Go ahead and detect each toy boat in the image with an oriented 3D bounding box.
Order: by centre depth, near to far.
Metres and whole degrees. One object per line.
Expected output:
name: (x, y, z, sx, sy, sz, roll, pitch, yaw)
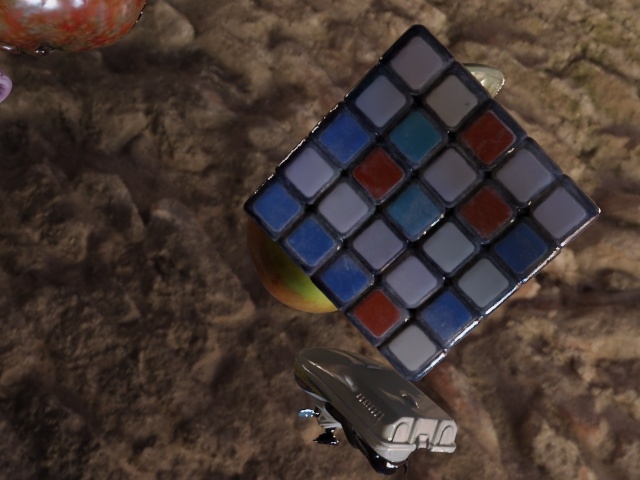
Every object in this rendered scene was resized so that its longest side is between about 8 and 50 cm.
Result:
toy boat: (0.055, 0.225, 1.025, 0.140, 0.141, 0.269, 20, 174, -33)

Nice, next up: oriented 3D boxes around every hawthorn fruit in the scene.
hawthorn fruit: (-0.206, -0.251, 0.552, 0.181, 0.235, 0.181, 4, -161, -1)

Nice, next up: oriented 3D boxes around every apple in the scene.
apple: (0.000, 0.000, 1.262, 0.193, 0.261, 0.260, -3, 172, 42)

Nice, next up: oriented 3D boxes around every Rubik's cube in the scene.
Rubik's cube: (0.124, -0.053, 0.947, 0.293, 0.287, 0.292, 46, -166, 3)

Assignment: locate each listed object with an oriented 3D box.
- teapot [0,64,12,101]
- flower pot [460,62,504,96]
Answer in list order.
teapot: (-0.495, -0.190, 1.036, 0.148, 0.146, 0.116, 11, -119, -41)
flower pot: (0.245, -0.177, 1.405, 0.307, 0.307, 0.244, 1, -96, -55)
